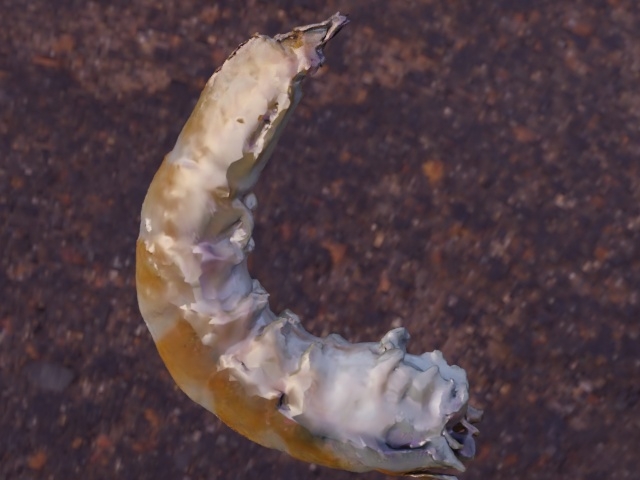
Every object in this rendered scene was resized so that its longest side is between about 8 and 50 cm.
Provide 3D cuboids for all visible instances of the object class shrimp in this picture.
[{"bbox_3d":[-0.024,0.021,0.889,0.185,0.287,0.068,-14,10,16],"label":"shrimp"}]
